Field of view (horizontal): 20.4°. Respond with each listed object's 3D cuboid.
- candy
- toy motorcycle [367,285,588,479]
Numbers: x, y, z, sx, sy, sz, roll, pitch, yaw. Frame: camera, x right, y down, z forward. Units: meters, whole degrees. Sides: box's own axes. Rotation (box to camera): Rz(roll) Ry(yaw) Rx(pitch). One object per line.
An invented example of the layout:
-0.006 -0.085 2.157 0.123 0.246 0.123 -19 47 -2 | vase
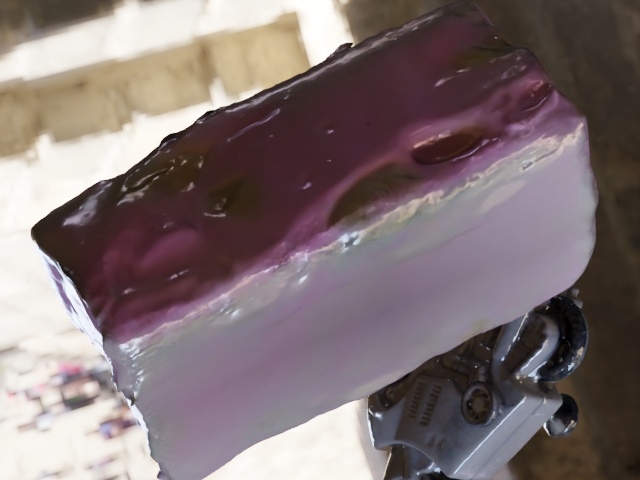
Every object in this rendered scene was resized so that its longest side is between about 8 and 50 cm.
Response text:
0.000 0.000 0.907 0.116 0.265 0.155 58 170 32 | candy
0.122 0.121 1.535 0.260 0.110 0.171 -54 48 25 | toy motorcycle
